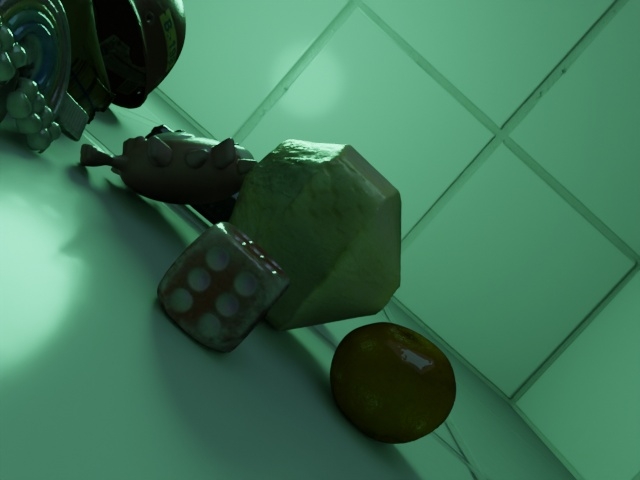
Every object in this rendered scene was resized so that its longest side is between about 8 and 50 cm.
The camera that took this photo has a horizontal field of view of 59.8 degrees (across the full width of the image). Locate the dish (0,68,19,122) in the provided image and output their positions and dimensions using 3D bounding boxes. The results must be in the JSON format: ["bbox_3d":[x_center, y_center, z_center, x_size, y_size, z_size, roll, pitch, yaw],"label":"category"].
[{"bbox_3d":[-0.354,-0.215,0.504,0.081,0.230,0.229,0,11,-7],"label":"dish"}]

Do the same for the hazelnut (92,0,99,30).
[{"bbox_3d":[-0.511,-0.411,0.986,0.208,0.208,0.208,41,4,-3],"label":"hazelnut"}]

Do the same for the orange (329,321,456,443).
[{"bbox_3d":[0.084,0.172,0.668,0.154,0.134,0.155,18,7,-2],"label":"orange"}]

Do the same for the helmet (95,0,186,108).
[{"bbox_3d":[-0.415,-0.496,1.178,0.337,0.230,0.385,31,-36,18],"label":"helmet"}]

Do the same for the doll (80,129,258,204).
[{"bbox_3d":[-0.193,-0.098,0.760,0.261,0.093,0.211,4,-6,-36],"label":"doll"}]

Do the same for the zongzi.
[{"bbox_3d":[-0.310,-0.302,0.722,0.123,0.289,0.260,52,6,22],"label":"zongzi"}]

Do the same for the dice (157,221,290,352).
[{"bbox_3d":[-0.090,0.044,0.531,0.094,0.093,0.091,41,4,2],"label":"dice"}]

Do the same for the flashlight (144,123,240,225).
[{"bbox_3d":[-0.145,-0.041,0.977,0.424,0.103,0.103,40,4,-5],"label":"flashlight"}]

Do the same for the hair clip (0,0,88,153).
[{"bbox_3d":[-0.302,-0.185,0.579,0.054,0.140,0.220,10,-31,2],"label":"hair clip"}]

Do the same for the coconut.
[{"bbox_3d":[0.000,0.000,0.747,0.259,0.259,0.259,41,4,-3],"label":"coconut"}]
